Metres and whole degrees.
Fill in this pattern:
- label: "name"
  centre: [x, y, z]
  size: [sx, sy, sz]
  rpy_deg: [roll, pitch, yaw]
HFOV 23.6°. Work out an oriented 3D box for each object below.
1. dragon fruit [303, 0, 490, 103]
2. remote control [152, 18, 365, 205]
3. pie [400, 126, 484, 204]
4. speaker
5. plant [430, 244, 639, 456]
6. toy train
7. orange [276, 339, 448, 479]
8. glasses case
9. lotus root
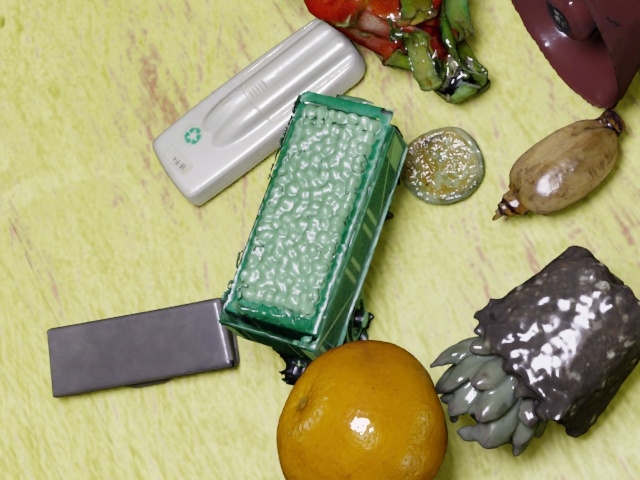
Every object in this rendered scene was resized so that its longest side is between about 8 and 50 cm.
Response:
- label: "dragon fruit"
  centre: [0.067, -0.261, 1.464]
  size: [0.198, 0.200, 0.269]
  rpy_deg: [-36, 67, 6]
- label: "remote control"
  centre: [-0.063, -0.135, 1.546]
  size: [0.230, 0.049, 0.090]
  rpy_deg: [-38, 63, 4]
- label: "pie"
  centre: [0.118, -0.071, 1.484]
  size: [0.084, 0.021, 0.084]
  rpy_deg: [-4, 72, 12]
- label: "speaker"
  centre: [0.354, -0.266, 1.372]
  size: [0.329, 0.198, 0.259]
  rpy_deg: [-30, 25, 0]
- label: "plant"
  centre: [0.198, 0.105, 1.341]
  size: [0.194, 0.132, 0.129]
  rpy_deg: [-43, 62, 8]
- label: "toy train"
  centre: [0.000, 0.000, 1.425]
  size: [0.115, 0.154, 0.269]
  rpy_deg: [15, 78, 24]
- label: "orange"
  centre: [0.040, 0.165, 1.318]
  size: [0.136, 0.159, 0.159]
  rpy_deg: [28, 80, -20]
- label: "glasses case"
  centre: [-0.176, 0.107, 1.507]
  size: [0.190, 0.042, 0.072]
  rpy_deg: [-11, 77, 14]
- label: "lotus root"
  centre: [0.222, -0.062, 1.425]
  size: [0.152, 0.063, 0.072]
  rpy_deg: [-36, 51, 2]
